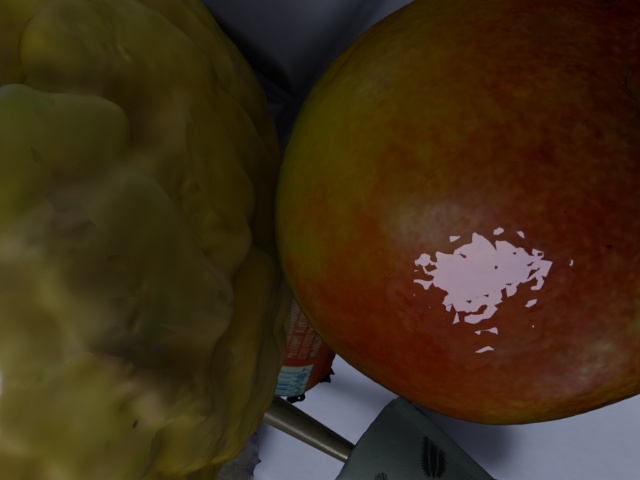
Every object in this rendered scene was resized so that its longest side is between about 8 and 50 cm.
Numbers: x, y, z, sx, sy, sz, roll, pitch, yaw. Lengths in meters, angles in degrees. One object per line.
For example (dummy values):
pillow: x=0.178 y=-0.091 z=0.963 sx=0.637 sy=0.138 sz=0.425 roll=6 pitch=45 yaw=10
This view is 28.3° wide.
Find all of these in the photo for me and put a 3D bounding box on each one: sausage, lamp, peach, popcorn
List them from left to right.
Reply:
popcorn: x=-0.166 y=0.012 z=0.679 sx=0.344 sy=0.390 sz=0.354 roll=38 pitch=164 yaw=-29
sausage: x=0.000 y=0.000 z=0.809 sx=0.083 sy=0.083 sz=0.264 roll=26 pitch=137 yaw=7
lamp: x=0.018 y=0.158 z=0.918 sx=0.214 sy=0.121 sz=0.121 roll=26 pitch=139 yaw=21
peach: x=0.097 y=-0.022 z=0.617 sx=0.231 sy=0.231 sz=0.231 roll=17 pitch=136 yaw=17

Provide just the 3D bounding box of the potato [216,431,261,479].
potato: x=-0.113 y=0.179 z=1.060 sx=0.172 sy=0.089 sz=0.100 roll=-35 pitch=132 yaw=14
